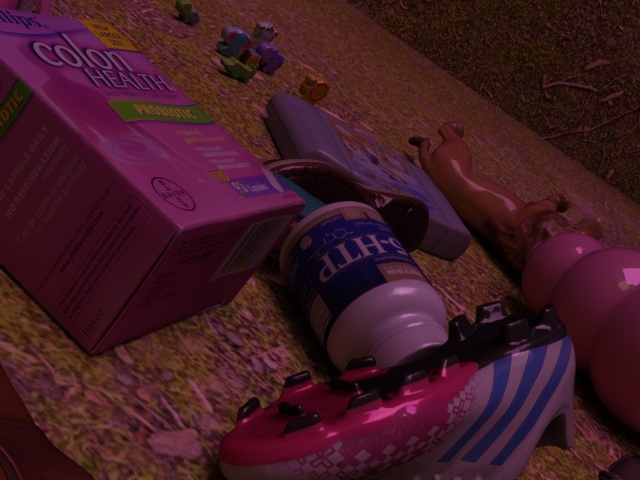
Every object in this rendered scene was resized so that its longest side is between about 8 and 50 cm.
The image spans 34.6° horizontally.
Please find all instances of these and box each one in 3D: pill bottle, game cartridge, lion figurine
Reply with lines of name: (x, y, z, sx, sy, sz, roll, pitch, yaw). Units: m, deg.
pill bottle: (0.046, 0.060, 0.912, 0.112, 0.112, 0.186, 21, 24, -41)
game cartridge: (0.070, -0.081, 1.385, 0.297, 0.062, 0.198, 26, 18, -32)
lion figurine: (0.267, -0.059, 1.615, 0.392, 0.142, 0.240, 29, 23, 18)

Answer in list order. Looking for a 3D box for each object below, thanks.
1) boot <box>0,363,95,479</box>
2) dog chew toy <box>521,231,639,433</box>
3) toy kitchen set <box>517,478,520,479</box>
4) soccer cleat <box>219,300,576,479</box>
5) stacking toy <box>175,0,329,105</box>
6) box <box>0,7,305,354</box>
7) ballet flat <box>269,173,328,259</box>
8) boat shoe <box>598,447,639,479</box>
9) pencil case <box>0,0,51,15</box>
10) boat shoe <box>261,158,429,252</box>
boot: (-0.219, 0.066, 0.439, 0.264, 0.096, 0.280, 10, 32, -54)
dog chew toy: (0.393, 0.104, 1.334, 0.207, 0.206, 0.332, 18, 19, -45)
toy kitchen set: (0.230, 0.233, 0.758, 0.122, 0.166, 0.207, 31, 20, -19)
soccer cleat: (0.080, 0.146, 0.740, 0.331, 0.143, 0.116, -15, 8, -39)
stacking toy: (-0.103, -0.290, 1.554, 0.221, 0.052, 0.167, 12, 32, -52)
box: (-0.167, -0.056, 0.783, 0.243, 0.117, 0.213, 42, 19, 12)
ballet flat: (0.000, 0.000, 1.031, 0.232, 0.073, 0.080, 29, 31, -42)
boat shoe: (0.353, 0.314, 0.862, 0.324, 0.097, 0.116, 50, -8, 34)
pencil case: (-0.365, -0.218, 0.746, 0.167, 0.160, 0.386, 3, 3, 27)
boat shoe: (0.004, -0.035, 1.128, 0.257, 0.095, 0.095, 17, 4, -45)
